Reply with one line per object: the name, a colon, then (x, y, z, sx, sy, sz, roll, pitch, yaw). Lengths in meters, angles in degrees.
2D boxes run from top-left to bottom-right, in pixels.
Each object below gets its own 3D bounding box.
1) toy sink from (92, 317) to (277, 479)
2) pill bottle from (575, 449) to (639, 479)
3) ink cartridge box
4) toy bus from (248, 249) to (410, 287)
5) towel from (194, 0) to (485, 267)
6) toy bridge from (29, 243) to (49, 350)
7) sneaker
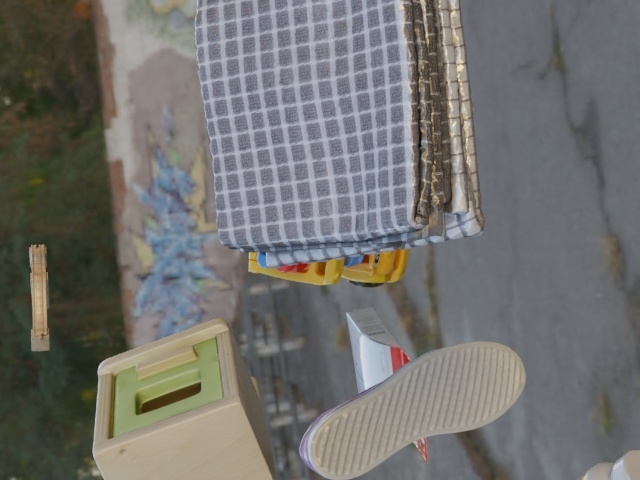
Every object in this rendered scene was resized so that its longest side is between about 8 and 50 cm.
toy sink: (-0.145, 0.180, 1.181, 0.234, 0.153, 0.131, -108, -1, -67)
pill bottle: (0.390, 0.383, 1.561, 0.208, 0.117, 0.117, -53, 34, 36)
ink cartridge box: (0.111, 0.244, 1.888, 0.232, 0.066, 0.189, -117, 16, -63)
toy bus: (0.000, 0.000, 1.607, 0.211, 0.220, 0.149, -30, -52, -64)
towel: (0.010, -0.123, 1.019, 0.121, 0.235, 0.284, 0, -95, -62)
toy bridge: (-0.391, 0.069, 1.560, 0.188, 0.026, 0.063, -107, 20, -47)
sneaker: (0.101, 0.199, 1.362, 0.161, 0.282, 0.102, 134, 116, -78)
